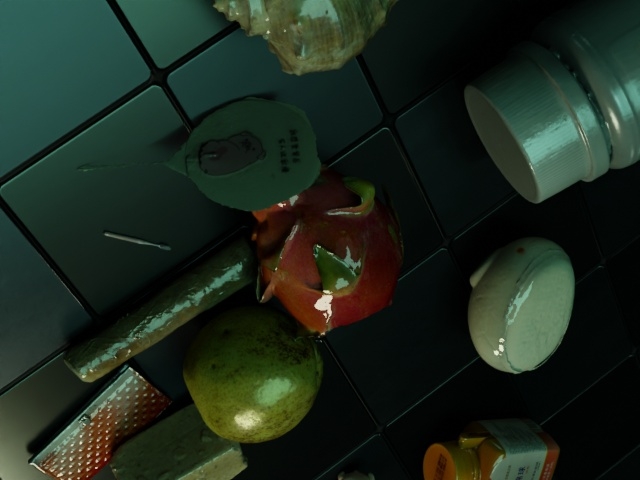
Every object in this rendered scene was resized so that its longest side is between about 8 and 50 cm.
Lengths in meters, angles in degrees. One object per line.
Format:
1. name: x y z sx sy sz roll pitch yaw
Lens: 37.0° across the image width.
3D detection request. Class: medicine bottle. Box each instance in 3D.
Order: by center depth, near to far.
1. medicine bottle: 0.386 -0.214 1.368 0.306 0.245 0.245 -32 125 -2
2. medicine bottle: 0.304 0.407 1.722 0.222 0.112 0.149 2 113 -29

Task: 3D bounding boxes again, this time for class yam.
1. yam: -0.215 0.098 1.323 0.300 0.066 0.066 -33 125 -10

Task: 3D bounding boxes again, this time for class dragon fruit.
1. dragon fruit: 0.004 0.004 1.296 0.224 0.224 0.227 -18 101 -19

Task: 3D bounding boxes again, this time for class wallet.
1. wallet: -0.316 0.274 1.384 0.196 0.020 0.103 -44 129 -3

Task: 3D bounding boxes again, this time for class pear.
1. pear: -0.085 0.182 1.347 0.197 0.197 0.197 -12 119 -22

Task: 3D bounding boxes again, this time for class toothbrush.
1. toothbrush: -0.246 0.001 1.290 0.097 0.008 0.006 14 93 -32

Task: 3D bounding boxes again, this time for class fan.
1. fan: -0.156 -0.107 1.219 0.310 0.182 0.010 -7 149 -4

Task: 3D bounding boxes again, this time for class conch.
1. conch: 0.009 -0.369 1.129 0.352 0.210 0.297 -40 138 -34

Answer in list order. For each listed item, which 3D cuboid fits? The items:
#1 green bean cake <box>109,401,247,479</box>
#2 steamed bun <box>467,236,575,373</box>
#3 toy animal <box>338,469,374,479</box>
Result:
1. green bean cake: -0.208 0.322 1.401 0.179 0.109 0.085 -27 141 -15
2. steamed bun: 0.319 0.097 1.561 0.177 0.131 0.228 -9 117 -35
3. toy animal: 0.056 0.453 1.646 0.082 0.091 0.114 28 69 -52
